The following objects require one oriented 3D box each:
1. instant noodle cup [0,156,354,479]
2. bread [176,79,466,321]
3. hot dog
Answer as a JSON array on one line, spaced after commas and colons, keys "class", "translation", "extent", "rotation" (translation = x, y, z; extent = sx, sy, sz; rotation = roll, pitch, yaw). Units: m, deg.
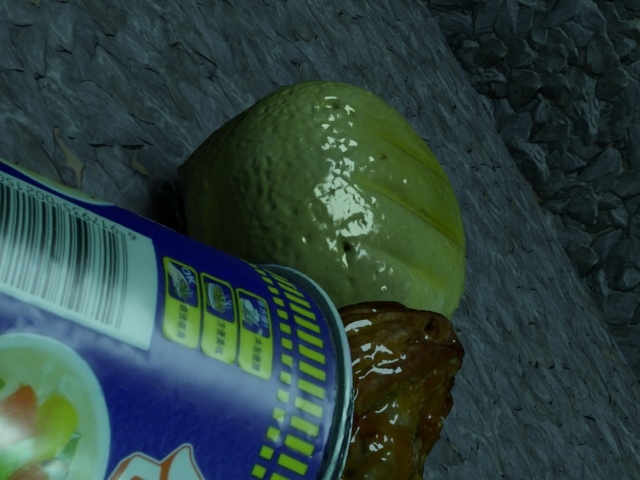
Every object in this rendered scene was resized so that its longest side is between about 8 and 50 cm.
[{"class": "instant noodle cup", "translation": [-0.182, 0.076, 0.788], "extent": [0.312, 0.284, 0.284], "rotation": [33, 32, -36]}, {"class": "bread", "translation": [0.009, -0.006, 1.335], "extent": [0.320, 0.237, 0.320], "rotation": [43, 27, -28]}, {"class": "hot dog", "translation": [0.016, 0.175, 1.053], "extent": [0.387, 0.174, 0.266], "rotation": [40, 64, -84]}]
